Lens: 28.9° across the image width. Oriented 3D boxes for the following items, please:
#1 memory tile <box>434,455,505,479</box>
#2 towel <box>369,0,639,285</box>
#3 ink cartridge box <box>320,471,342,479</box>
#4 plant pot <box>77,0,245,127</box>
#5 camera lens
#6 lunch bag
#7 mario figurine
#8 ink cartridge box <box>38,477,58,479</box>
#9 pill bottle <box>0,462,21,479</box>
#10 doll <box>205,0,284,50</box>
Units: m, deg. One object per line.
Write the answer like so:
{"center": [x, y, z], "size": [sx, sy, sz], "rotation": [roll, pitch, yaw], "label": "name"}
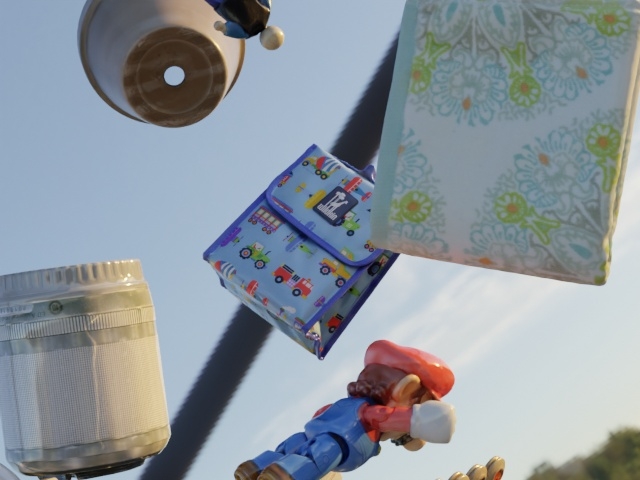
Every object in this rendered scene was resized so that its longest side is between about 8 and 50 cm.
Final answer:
{"center": [0.127, 0.266, 1.178], "size": [0.148, 0.012, 0.113], "rotation": [-6, -63, -53], "label": "memory tile"}
{"center": [0.243, -0.148, 1.626], "size": [0.090, 0.320, 0.375], "rotation": [9, -90, -68], "label": "towel"}
{"center": [-0.002, 0.330, 1.781], "size": [0.048, 0.028, 0.083], "rotation": [-53, -43, -32], "label": "ink cartridge box"}
{"center": [-0.281, -0.338, 2.298], "size": [0.323, 0.323, 0.280], "rotation": [-35, 27, 3], "label": "plant pot"}
{"center": [-0.322, 0.172, 1.657], "size": [0.219, 0.274, 0.219], "rotation": [-8, -1, 0], "label": "camera lens"}
{"center": [0.000, 0.000, 1.963], "size": [0.293, 0.221, 0.138], "rotation": [-50, -24, -13], "label": "lunch bag"}
{"center": [0.059, 0.264, 1.595], "size": [0.320, 0.198, 0.170], "rotation": [-33, -43, -28], "label": "mario figurine"}
{"center": [-0.332, 0.345, 1.146], "size": [0.234, 0.193, 0.088], "rotation": [-20, -8, 19], "label": "ink cartridge box"}
{"center": [-0.432, 0.357, 1.316], "size": [0.265, 0.153, 0.153], "rotation": [-61, -21, 4], "label": "pill bottle"}
{"center": [-0.123, -0.359, 1.846], "size": [0.129, 0.189, 0.046], "rotation": [-45, 4, -25], "label": "doll"}
